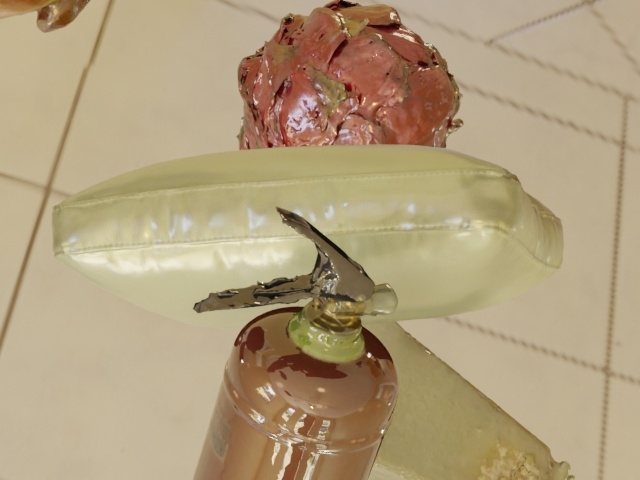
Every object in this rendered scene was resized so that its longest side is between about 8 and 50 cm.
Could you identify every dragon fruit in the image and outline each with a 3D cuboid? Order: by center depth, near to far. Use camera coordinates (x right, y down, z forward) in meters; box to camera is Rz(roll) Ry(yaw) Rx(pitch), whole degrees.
[{"bbox_3d":[0.031,-0.189,2.189,0.329,0.329,0.329,10,58,-16],"label":"dragon fruit"}]

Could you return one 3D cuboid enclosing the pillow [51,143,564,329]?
[{"bbox_3d":[0.000,0.000,1.091,0.322,0.255,0.120,-3,81,16],"label":"pillow"}]

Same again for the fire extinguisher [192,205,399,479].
[{"bbox_3d":[-0.035,0.127,0.897,0.138,0.344,0.102,-1,34,-29],"label":"fire extinguisher"}]

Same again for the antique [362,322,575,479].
[{"bbox_3d":[0.107,0.196,1.490,0.284,0.125,0.150,31,73,-9],"label":"antique"}]

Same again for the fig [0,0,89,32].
[{"bbox_3d":[-0.239,-0.251,0.998,0.224,0.263,0.224,-4,77,16],"label":"fig"}]
